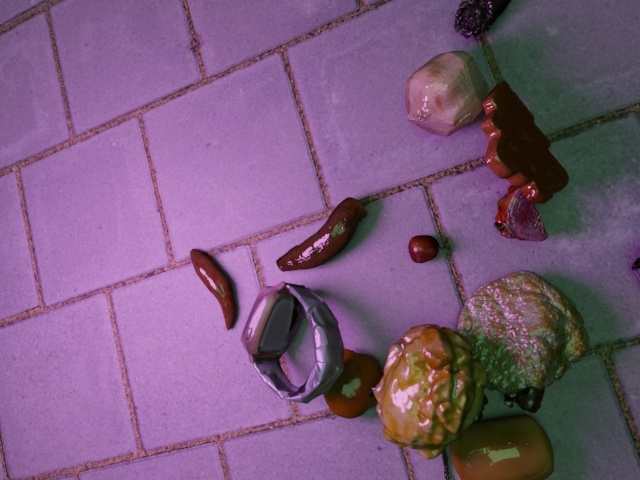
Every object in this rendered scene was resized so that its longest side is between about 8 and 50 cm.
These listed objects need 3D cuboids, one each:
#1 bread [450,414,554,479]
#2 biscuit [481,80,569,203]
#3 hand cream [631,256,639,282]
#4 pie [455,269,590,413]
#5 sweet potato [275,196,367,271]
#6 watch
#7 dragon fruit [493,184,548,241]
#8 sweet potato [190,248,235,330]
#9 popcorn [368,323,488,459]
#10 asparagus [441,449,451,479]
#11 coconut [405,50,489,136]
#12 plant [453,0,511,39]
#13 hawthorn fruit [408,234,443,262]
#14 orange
[{"bbox_3d":[0.404,0.479,0.948,0.217,0.098,0.147,-21,84,14],"label":"bread"},{"bbox_3d":[0.437,-0.222,0.943,0.043,0.284,0.306,-35,55,50],"label":"biscuit"},{"bbox_3d":[0.748,0.133,0.908,0.086,0.055,0.235,-32,85,9],"label":"hand cream"},{"bbox_3d":[0.439,0.212,0.955,0.257,0.105,0.274,41,96,23],"label":"pie"},{"bbox_3d":[0.004,0.003,1.105,0.286,0.085,0.112,-40,43,20],"label":"sweet potato"},{"bbox_3d":[-0.055,0.249,1.021,0.241,0.161,0.253,23,93,36],"label":"watch"},{"bbox_3d":[0.441,-0.053,0.978,0.096,0.102,0.147,-25,85,15],"label":"dragon fruit"},{"bbox_3d":[-0.293,0.123,1.184,0.078,0.058,0.255,-36,80,27],"label":"sweet potato"},{"bbox_3d":[0.232,0.323,0.933,0.215,0.252,0.286,24,99,3],"label":"popcorn"},{"bbox_3d":[0.292,0.507,1.016,0.018,0.015,0.127,-14,82,23],"label":"asparagus"},{"bbox_3d":[0.285,-0.336,0.997,0.194,0.194,0.194,-1,86,15],"label":"coconut"},{"bbox_3d":[0.393,-0.559,1.031,0.143,0.092,0.094,-40,85,3],"label":"plant"},{"bbox_3d":[0.250,0.018,1.037,0.077,0.077,0.077,-1,86,15],"label":"hawthorn fruit"},{"bbox_3d":[0.077,0.356,1.043,0.160,0.112,0.170,-15,94,13],"label":"orange"}]
